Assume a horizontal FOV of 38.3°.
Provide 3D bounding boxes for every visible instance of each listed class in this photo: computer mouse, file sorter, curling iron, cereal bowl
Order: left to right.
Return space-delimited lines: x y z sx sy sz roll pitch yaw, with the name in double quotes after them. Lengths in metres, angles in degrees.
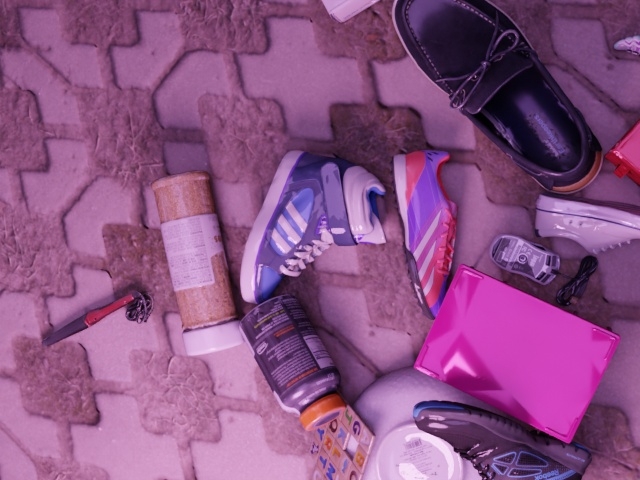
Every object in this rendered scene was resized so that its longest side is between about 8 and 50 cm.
-0.472 0.174 1.932 0.274 0.035 0.068 -20 86 14 "curling iron"
0.193 0.407 1.719 0.339 0.141 0.339 1 93 15 "cereal bowl"
0.353 0.187 1.650 0.291 0.182 0.202 25 98 13 "file sorter"
0.405 0.041 1.706 0.193 0.042 0.106 26 102 6 "computer mouse"

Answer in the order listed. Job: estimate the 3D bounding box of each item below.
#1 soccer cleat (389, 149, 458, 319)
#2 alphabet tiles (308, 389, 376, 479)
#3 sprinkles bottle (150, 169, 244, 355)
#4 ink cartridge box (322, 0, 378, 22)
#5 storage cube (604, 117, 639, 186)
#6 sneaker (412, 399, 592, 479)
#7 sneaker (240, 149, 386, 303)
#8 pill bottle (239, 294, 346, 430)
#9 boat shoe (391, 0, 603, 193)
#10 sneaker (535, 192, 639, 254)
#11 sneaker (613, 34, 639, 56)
0.210 -0.013 1.723 0.116 0.108 0.318 -10 87 10 "soccer cleat"
0.027 0.422 1.749 0.009 0.198 0.237 9 106 -27 "alphabet tiles"
-0.244 0.045 1.826 0.121 0.121 0.355 -13 88 14 "sprinkles bottle"
0.043 -0.551 1.754 0.158 0.092 0.218 -29 86 13 "ink cartridge box"
0.626 -0.153 1.571 0.193 0.183 0.215 42 100 8 "storage cube"
0.307 0.373 1.588 0.341 0.125 0.139 22 85 -11 "sneaker"
0.000 0.000 1.759 0.236 0.130 0.323 20 91 17 "sneaker"
-0.046 0.236 1.751 0.130 0.130 0.245 -36 68 12 "pill bottle"
0.317 -0.291 1.661 0.187 0.156 0.500 -42 81 14 "boat shoe"
0.514 -0.021 1.660 0.258 0.094 0.091 13 107 21 "sneaker"
0.580 -0.333 1.651 0.098 0.038 0.069 -7 89 15 "sneaker"
